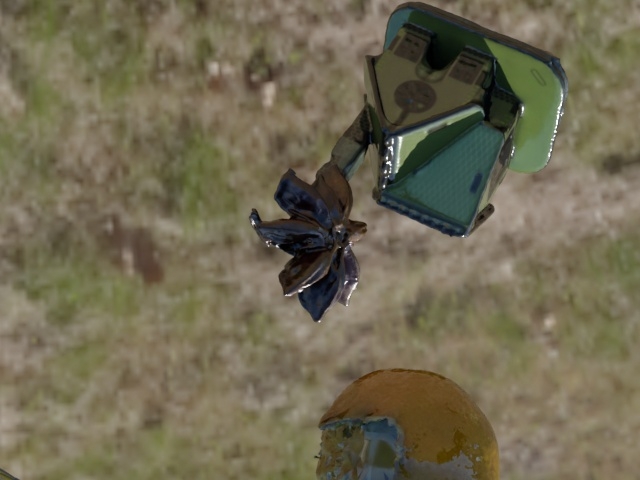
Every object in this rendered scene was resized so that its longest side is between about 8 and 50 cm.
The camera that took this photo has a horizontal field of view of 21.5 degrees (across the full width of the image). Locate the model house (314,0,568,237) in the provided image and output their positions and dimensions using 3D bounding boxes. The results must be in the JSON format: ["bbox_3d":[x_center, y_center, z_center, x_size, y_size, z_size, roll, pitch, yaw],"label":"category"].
[{"bbox_3d":[0.114,-0.079,1.829,0.218,0.278,0.205,22,146,14],"label":"model house"}]

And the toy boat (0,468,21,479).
[{"bbox_3d":[-0.172,0.123,0.598,0.295,0.088,0.129,37,85,-25],"label":"toy boat"}]

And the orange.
[{"bbox_3d":[0.064,0.174,1.323,0.156,0.156,0.134,-21,156,19],"label":"orange"}]

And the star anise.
[{"bbox_3d":[0.000,-0.001,1.644,0.057,0.168,0.168,-10,154,43],"label":"star anise"}]
